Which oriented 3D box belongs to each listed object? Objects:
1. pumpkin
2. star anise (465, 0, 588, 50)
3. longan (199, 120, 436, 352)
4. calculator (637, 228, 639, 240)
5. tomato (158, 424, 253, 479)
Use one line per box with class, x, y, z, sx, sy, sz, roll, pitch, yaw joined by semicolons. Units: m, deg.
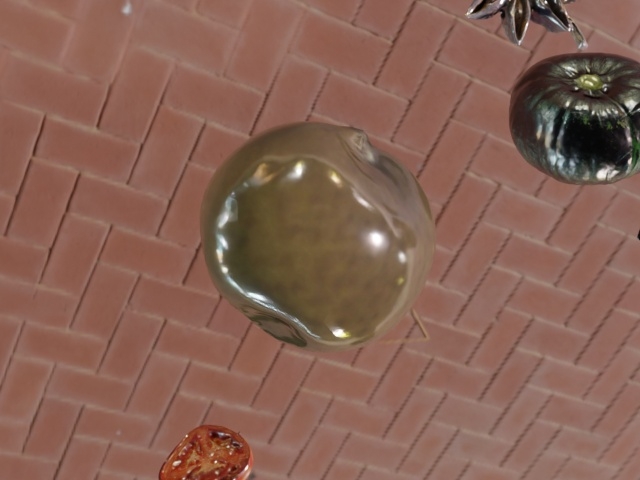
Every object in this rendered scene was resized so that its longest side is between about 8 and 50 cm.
pumpkin;0.538;-0.234;1.663;0.315;0.315;0.238;-14;130;-5
star anise;0.318;-0.387;1.281;0.230;0.081;0.262;-38;85;-18
longan;0.000;0.000;1.060;0.288;0.288;0.350;-42;140;12
calculator;0.588;-0.033;1.137;0.274;0.028;0.165;17;93;5
tomato;-0.214;0.454;1.632;0.174;0.166;0.082;10;135;32
